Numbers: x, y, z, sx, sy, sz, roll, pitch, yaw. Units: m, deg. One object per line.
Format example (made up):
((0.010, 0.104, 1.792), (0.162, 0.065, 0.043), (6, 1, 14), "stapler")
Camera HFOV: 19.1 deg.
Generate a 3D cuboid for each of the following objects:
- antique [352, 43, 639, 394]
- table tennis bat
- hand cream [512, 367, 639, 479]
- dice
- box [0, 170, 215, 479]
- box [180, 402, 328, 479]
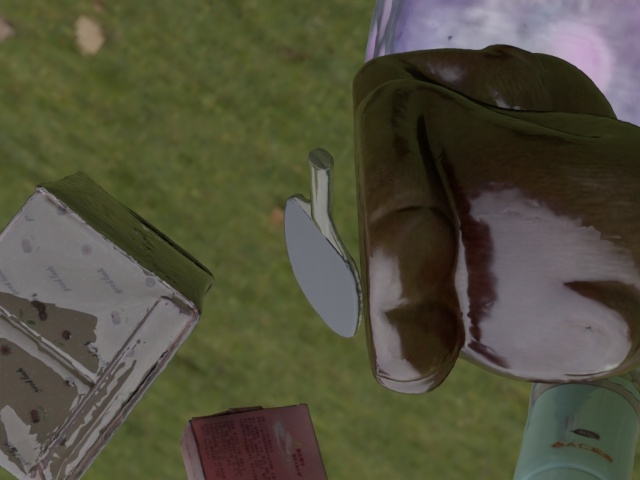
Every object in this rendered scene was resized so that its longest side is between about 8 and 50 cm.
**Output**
((0.083, -0.017, 0.816), (0.143, 0.121, 0.257), (-5, -167, -1), "antique")
((0.000, 0.000, 1.866), (0.138, 0.022, 0.246), (50, 156, 32), "table tennis bat")
((0.143, 0.099, 1.031), (0.085, 0.331, 0.058), (3, 106, 11), "hand cream")
((0.184, -0.165, 1.556), (0.270, 0.270, 0.271), (11, -165, -5), "dice")
((-0.234, 0.080, 1.766), (0.190, 0.225, 0.297), (37, -177, -4), "box")
((-0.048, 0.216, 1.599), (0.111, 0.156, 0.060), (-6, 154, -18), "box")
